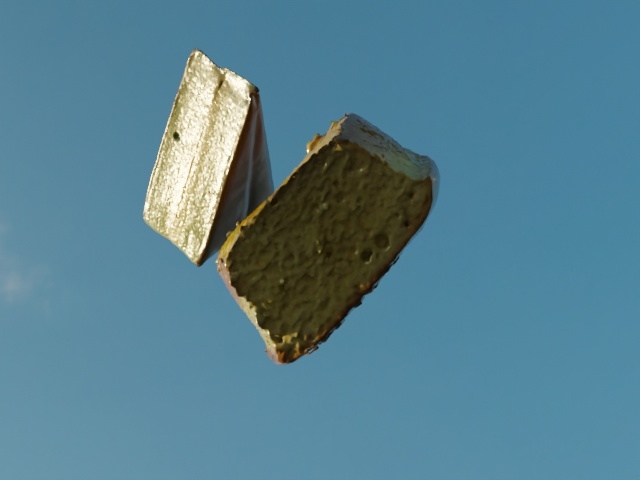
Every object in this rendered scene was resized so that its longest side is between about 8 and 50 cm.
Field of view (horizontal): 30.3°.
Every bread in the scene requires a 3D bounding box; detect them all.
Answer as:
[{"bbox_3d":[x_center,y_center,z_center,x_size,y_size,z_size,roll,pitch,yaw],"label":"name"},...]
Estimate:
[{"bbox_3d":[0.000,0.000,0.829,0.103,0.065,0.187,43,-78,-8],"label":"bread"},{"bbox_3d":[-0.090,-0.061,0.879,0.084,0.074,0.139,-40,-27,-23],"label":"bread"}]
